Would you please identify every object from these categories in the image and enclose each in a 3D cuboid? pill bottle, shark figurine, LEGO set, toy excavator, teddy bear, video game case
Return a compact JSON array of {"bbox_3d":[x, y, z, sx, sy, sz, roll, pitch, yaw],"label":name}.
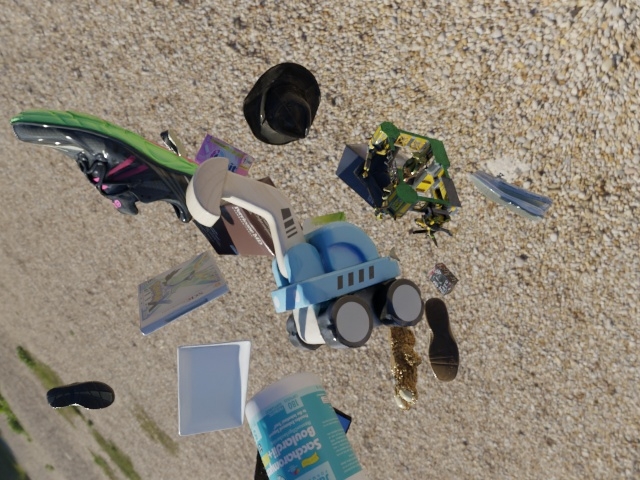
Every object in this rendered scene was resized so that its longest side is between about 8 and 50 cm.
[{"bbox_3d":[-0.016,0.370,0.692,0.264,0.146,0.146,59,140,29],"label":"pill bottle"},{"bbox_3d":[0.290,0.142,2.213,0.278,0.166,0.116,-58,36,15],"label":"shark figurine"},{"bbox_3d":[0.226,-0.142,1.129,0.192,0.254,0.332,125,138,-50],"label":"LEGO set"},{"bbox_3d":[-0.039,0.026,0.919,0.222,0.432,0.446,-29,76,59],"label":"toy excavator"},{"bbox_3d":[0.339,0.495,1.634,0.112,0.338,0.245,0,126,1],"label":"teddy bear"},{"bbox_3d":[-0.496,0.168,1.464,0.329,0.299,0.036,39,153,59],"label":"video game case"}]

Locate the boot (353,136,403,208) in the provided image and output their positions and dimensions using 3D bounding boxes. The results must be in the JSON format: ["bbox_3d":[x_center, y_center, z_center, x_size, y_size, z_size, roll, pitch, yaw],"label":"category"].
[{"bbox_3d":[0.258,-0.243,1.512,0.246,0.094,0.207,-43,72,33],"label":"boot"}]

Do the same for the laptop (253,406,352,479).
[{"bbox_3d":[-0.031,0.549,1.059,0.234,0.264,0.137,33,107,-14],"label":"laptop"}]

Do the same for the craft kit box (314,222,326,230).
[{"bbox_3d":[0.009,0.072,1.595,0.060,0.247,0.250,-3,103,2],"label":"craft kit box"}]

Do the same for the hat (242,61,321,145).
[{"bbox_3d":[-0.103,-0.444,1.462,0.134,0.331,0.332,53,139,32],"label":"hat"}]

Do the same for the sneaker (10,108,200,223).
[{"bbox_3d":[-0.503,-0.175,1.036,0.185,0.482,0.202,22,89,58],"label":"sneaker"}]

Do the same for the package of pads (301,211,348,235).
[{"bbox_3d":[0.000,0.000,1.978,0.229,0.297,0.101,-10,128,23],"label":"package of pads"}]

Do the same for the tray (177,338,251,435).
[{"bbox_3d":[-0.231,0.313,0.889,0.030,0.145,0.271,-122,36,-54],"label":"tray"}]

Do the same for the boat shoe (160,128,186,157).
[{"bbox_3d":[-0.516,-0.333,1.457,0.041,0.049,0.133,-9,143,11],"label":"boat shoe"}]

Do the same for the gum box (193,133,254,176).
[{"bbox_3d":[-0.324,-0.269,1.370,0.188,0.062,0.107,31,98,23],"label":"gum box"}]

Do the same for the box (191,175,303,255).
[{"bbox_3d":[-0.247,-0.062,1.289,0.381,0.143,0.191,-4,125,51],"label":"box"}]

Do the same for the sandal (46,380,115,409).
[{"bbox_3d":[-0.767,0.498,1.335,0.219,0.060,0.090,-7,87,3],"label":"sandal"}]

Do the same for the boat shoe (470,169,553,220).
[{"bbox_3d":[0.752,-0.196,1.642,0.320,0.118,0.103,34,90,19],"label":"boat shoe"}]

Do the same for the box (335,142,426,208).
[{"bbox_3d":[0.284,-0.325,1.976,0.294,0.296,0.183,45,133,31],"label":"box"}]

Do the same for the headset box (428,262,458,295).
[{"bbox_3d":[0.361,0.111,1.224,0.083,0.032,0.062,55,147,36],"label":"headset box"}]

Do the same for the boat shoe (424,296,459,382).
[{"bbox_3d":[0.421,0.337,1.424,0.104,0.089,0.286,-6,84,20],"label":"boat shoe"}]
